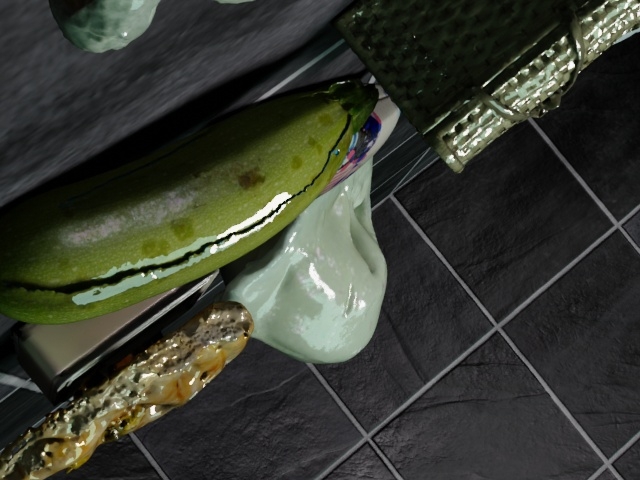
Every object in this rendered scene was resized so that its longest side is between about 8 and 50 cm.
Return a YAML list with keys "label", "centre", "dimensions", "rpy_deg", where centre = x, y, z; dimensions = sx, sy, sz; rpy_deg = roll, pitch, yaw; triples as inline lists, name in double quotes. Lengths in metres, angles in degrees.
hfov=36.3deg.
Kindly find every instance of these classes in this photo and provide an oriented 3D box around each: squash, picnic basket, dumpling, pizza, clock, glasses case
- label: "squash"
  centre: [-0.072, -0.030, 0.665]
  dimensions: [0.341, 0.094, 0.094]
  rpy_deg: [-30, 172, -32]
- label: "picnic basket"
  centre: [0.138, -0.164, 0.765]
  dimensions: [0.196, 0.154, 0.134]
  rpy_deg: [-38, 176, 7]
- label: "dumpling"
  centre: [-0.023, 0.018, 1.187]
  dimensions: [0.211, 0.270, 0.321]
  rpy_deg: [-6, -160, -3]
- label: "pizza"
  centre: [-0.188, 0.153, 0.962]
  dimensions: [0.297, 0.071, 0.189]
  rpy_deg: [-28, 175, -38]
- label: "clock"
  centre: [-0.203, 0.073, 0.966]
  dimensions: [0.192, 0.071, 0.147]
  rpy_deg: [-37, 177, -24]
- label: "glasses case"
  centre: [-0.020, -0.076, 0.885]
  dimensions: [0.125, 0.076, 0.327]
  rpy_deg: [-44, 174, 29]

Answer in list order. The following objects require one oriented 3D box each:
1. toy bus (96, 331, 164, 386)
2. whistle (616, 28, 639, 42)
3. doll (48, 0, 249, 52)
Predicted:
- label: "toy bus"
  centre: [-0.266, 0.172, 1.391]
  dimensions: [0.092, 0.093, 0.409]
  rpy_deg: [-31, 175, -5]
- label: "whistle"
  centre: [0.226, -0.237, 0.991]
  dimensions: [0.346, 0.142, 0.134]
  rpy_deg: [-27, 165, -10]
- label: "doll"
  centre: [-0.004, -0.139, 0.333]
  dimensions: [0.214, 0.071, 0.103]
  rpy_deg: [-42, 178, -10]
